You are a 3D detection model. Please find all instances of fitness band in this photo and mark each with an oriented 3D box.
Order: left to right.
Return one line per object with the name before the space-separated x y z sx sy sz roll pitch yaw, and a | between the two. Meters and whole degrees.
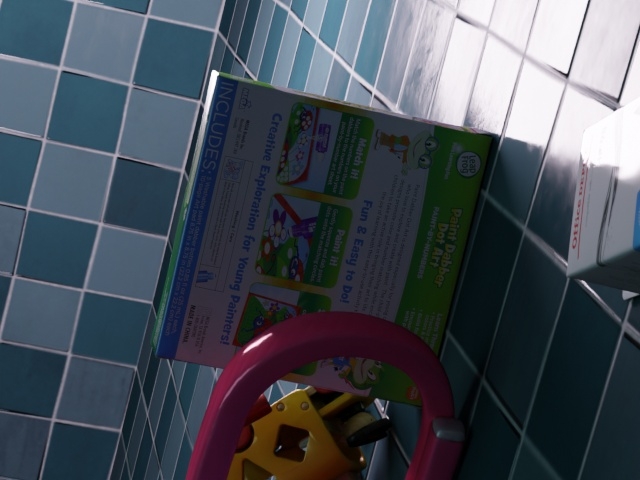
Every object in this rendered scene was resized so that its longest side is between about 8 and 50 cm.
fitness band | -0.002 0.192 1.568 0.054 0.209 0.291 -105 29 -62

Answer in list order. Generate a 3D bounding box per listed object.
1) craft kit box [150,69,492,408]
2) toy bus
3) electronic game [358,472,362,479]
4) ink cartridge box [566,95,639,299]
craft kit box | 0.000 0.000 1.658 0.061 0.247 0.250 -130 53 -78
toy bus | -0.001 0.188 1.780 0.104 0.191 0.202 60 146 15
electronic game | -0.013 0.316 1.869 0.229 0.048 0.229 -160 90 -76
ink cartridge box | 0.205 -0.027 1.203 0.180 0.060 0.104 144 136 -72
